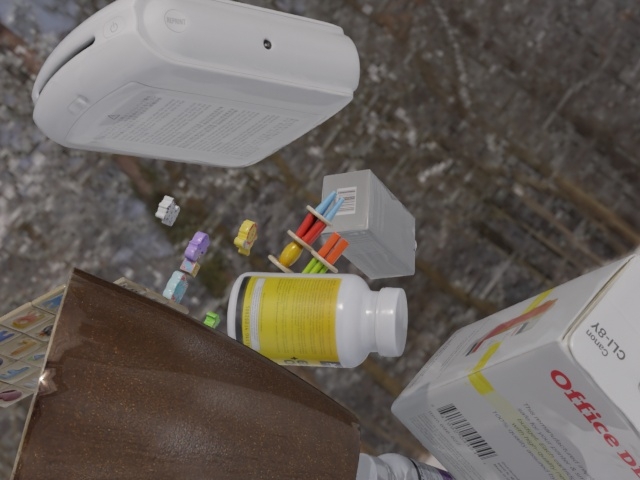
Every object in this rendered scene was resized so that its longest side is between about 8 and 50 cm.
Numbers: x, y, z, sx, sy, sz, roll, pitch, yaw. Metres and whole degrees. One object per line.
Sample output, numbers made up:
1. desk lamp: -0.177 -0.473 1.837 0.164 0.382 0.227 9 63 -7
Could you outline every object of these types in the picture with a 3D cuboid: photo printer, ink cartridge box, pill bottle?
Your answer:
1. photo printer: -0.150 -0.174 1.414 0.307 0.107 0.256 5 -21 -37
2. ink cartridge box: 0.300 0.208 1.474 0.160 0.279 0.384 -44 5 -29
3. pill bottle: -0.002 0.087 1.392 0.103 0.184 0.103 1 -90 -75
4. pill bottle: 0.116 0.351 1.730 0.193 0.108 0.108 26 -75 -36

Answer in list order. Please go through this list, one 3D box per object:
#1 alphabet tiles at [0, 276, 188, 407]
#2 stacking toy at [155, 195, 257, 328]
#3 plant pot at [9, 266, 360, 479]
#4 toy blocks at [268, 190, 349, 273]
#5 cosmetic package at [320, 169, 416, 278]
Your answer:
1. alphabet tiles: -0.373 0.152 1.828 0.342 0.011 0.285 -27 -27 16
2. stacking toy: -0.220 0.045 2.091 0.052 0.167 0.221 62 -131 -66
3. plant pot: -0.096 0.152 0.924 0.215 0.230 0.215 -165 90 -81
4. toy blocks: 0.000 0.000 1.977 0.148 0.123 0.054 -52 -48 2
5. cosmetic package: 0.094 -0.026 2.386 0.238 0.107 0.127 47 -139 -56
